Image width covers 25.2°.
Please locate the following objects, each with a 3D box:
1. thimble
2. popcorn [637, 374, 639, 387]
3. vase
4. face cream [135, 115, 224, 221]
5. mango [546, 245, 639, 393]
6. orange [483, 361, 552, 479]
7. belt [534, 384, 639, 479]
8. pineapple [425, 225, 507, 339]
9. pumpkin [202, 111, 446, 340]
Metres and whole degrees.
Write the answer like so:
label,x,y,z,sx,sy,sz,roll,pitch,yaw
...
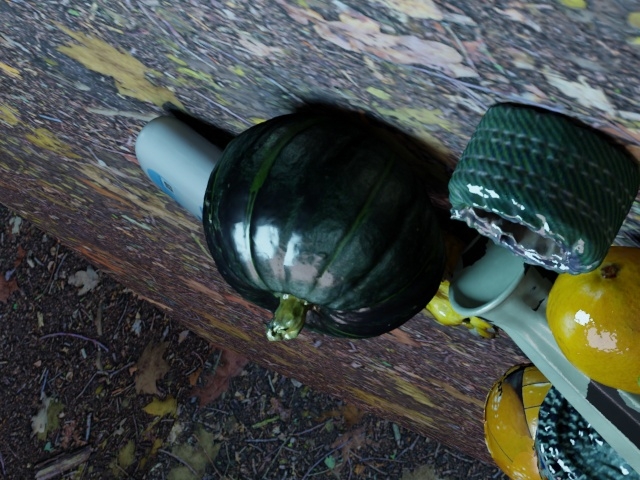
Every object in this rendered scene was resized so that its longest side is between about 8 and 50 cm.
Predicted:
label,x,y,z,sx,sy,sz,roll,pitch,yaw
thimble,0.171,-0.039,1.111,0.135,0.090,0.118,27,167,12
popcorn,0.349,0.100,1.126,0.187,0.185,0.167,32,154,19
vase,0.292,0.117,1.425,0.360,0.165,0.165,36,167,-25
face cream,-0.063,-0.016,1.612,0.336,0.080,0.163,38,174,24
mango,0.304,0.087,1.283,0.217,0.141,0.102,30,-158,-31
orange,0.332,0.262,1.961,0.234,0.182,0.234,36,168,9
belt,0.390,0.239,1.631,0.295,0.207,0.160,10,163,8
pineapple,0.122,0.027,1.565,0.225,0.076,0.225,34,170,7
pumpkin,0.000,0.000,1.371,0.250,0.216,0.250,20,165,5
